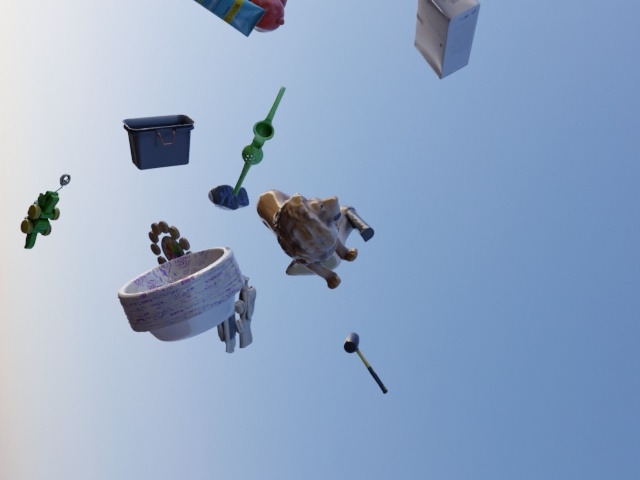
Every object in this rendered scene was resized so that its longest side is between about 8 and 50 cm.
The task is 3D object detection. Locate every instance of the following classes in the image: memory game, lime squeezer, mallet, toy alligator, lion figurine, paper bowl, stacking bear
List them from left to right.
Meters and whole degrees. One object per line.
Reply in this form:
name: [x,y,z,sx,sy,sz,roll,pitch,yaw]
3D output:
toy alligator: [-0.552,-0.068,1.554,0.051,0.056,0.190,44,-69,29]
memory game: [-0.382,0.032,2.013,0.186,0.012,0.186,26,-46,31]
paper bowl: [-0.313,0.133,1.817,0.284,0.284,0.148,6,-62,64]
lime squeezer: [-0.154,-0.254,2.015,0.310,0.059,0.110,-65,171,6]
stacking bear: [-0.169,-0.726,2.333,0.164,0.175,0.289,-53,-149,36]
lion figurine: [-0.059,-0.035,1.680,0.142,0.240,0.392,-53,-147,-9]
mallet: [0.122,0.334,2.080,0.039,0.062,0.190,-31,-87,20]

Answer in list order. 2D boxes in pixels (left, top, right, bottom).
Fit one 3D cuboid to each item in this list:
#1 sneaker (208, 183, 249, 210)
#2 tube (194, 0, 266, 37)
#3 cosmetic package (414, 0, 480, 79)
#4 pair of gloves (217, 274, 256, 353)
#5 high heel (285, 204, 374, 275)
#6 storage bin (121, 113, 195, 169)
sneaker: [-0.281,-0.117,2.287,0.211,0.081,0.080,6,70,-72]
tube: [-0.220,-0.502,1.614,0.080,0.207,0.052,-39,-149,47]
cosmetic package: [0.271,-0.466,1.702,0.117,0.085,0.231,57,-9,20]
pair of gloves: [-0.220,0.196,2.113,0.240,0.042,0.204,5,85,-76]
high heel: [0.000,0.000,2.109,0.186,0.261,0.093,48,-16,56]
storage bin: [-0.318,-0.193,1.558,0.098,0.135,0.091,38,-47,53]
